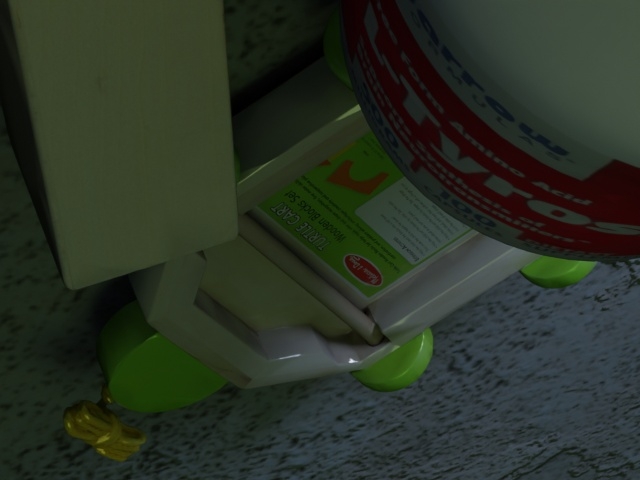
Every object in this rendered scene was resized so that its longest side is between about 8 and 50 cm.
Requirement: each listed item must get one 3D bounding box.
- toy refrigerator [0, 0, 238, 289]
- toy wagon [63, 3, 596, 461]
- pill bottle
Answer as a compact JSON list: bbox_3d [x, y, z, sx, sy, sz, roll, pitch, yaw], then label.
[{"bbox_3d":[-0.090,-0.107,0.735,0.094,0.102,0.269,-18,144,-12],"label":"toy refrigerator"},{"bbox_3d":[0.000,0.000,0.967,0.344,0.068,0.267,-33,145,11],"label":"toy wagon"},{"bbox_3d":[0.126,-0.120,0.606,0.229,0.229,0.408,-24,175,-4],"label":"pill bottle"}]
